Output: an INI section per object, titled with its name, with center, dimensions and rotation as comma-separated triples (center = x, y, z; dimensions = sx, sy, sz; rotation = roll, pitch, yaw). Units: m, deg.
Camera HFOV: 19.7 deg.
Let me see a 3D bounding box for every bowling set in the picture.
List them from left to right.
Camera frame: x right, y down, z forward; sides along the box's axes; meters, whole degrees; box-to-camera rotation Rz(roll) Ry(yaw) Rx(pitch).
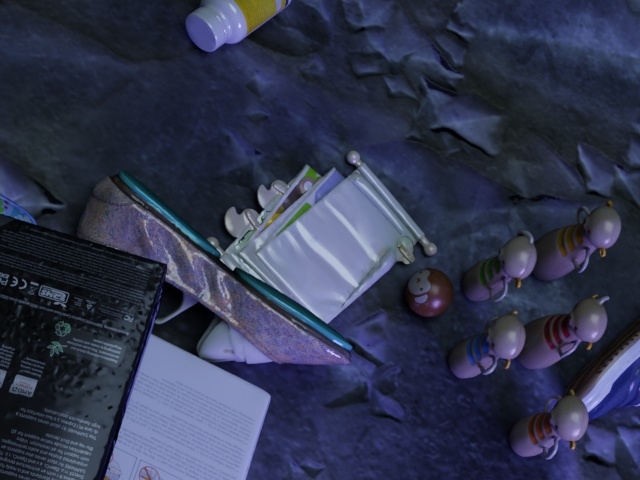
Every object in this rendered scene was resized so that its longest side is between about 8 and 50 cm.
[bowling set]
center = 0.203, 0.082, 1.983
dimensions = 0.200, 0.154, 0.287
rotation = 15, 66, -21

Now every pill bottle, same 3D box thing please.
[pill bottle]
center = -0.091, -0.255, 2.012
dimensions = 0.116, 0.065, 0.065
rotation = -41, 93, -31

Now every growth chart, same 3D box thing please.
[growth chart]
center = 0.000, 0.000, 1.992
dimensions = 0.237, 0.021, 0.172
rotation = -35, 89, -31

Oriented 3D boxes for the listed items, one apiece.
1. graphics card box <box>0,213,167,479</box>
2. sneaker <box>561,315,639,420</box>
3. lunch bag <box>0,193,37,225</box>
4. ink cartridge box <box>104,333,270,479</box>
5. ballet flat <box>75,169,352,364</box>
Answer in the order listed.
[graphics card box]
center = -0.297, 0.164, 1.625
dimensions = 0.233, 0.094, 0.370
rotation = 16, 69, -1
[sneaker]
center = 0.403, 0.156, 2.086
dimensions = 0.282, 0.099, 0.153
rotation = -37, 89, -34
[lunch bag]
center = -0.386, 0.033, 1.754
dimensions = 0.176, 0.090, 0.219
rotation = 31, 64, -14
[ink cartridge box]
center = -0.205, 0.196, 1.783
dimensions = 0.275, 0.060, 0.239
rotation = 28, 55, -15
[ballet flat]
center = -0.116, 0.057, 1.879
dimensions = 0.316, 0.107, 0.106
rotation = 37, 92, -2
